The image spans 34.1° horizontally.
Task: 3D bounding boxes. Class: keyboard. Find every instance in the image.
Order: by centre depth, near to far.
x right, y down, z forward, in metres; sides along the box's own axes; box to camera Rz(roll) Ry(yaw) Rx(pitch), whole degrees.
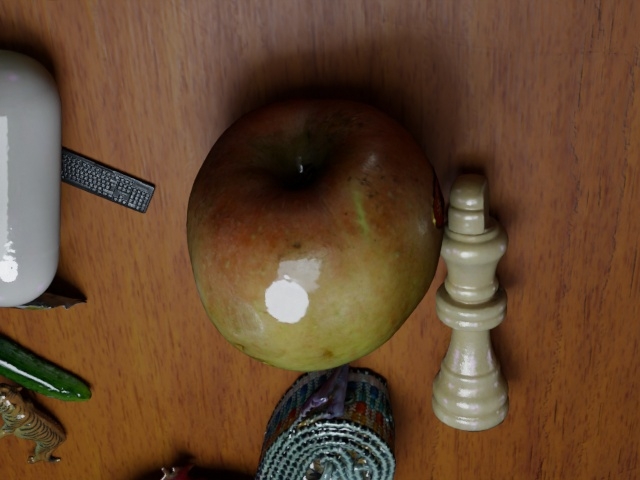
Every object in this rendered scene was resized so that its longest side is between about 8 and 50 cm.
[{"bbox_3d":[-0.314,-0.086,1.490,0.155,0.010,0.053,22,122,-8],"label":"keyboard"}]

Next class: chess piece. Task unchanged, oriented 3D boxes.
[{"bbox_3d":[0.216,0.087,1.486,0.117,0.117,0.397,0,122,6],"label":"chess piece"}]

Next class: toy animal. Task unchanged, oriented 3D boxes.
[{"bbox_3d":[-0.488,0.311,1.729,0.099,0.057,0.241,-16,137,18],"label":"toy animal"}]

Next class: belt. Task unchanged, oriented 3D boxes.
[{"bbox_3d":[0.013,0.341,1.644,0.206,0.161,0.295,26,123,-11],"label":"belt"}]

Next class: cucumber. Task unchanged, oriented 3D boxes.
[{"bbox_3d":[-0.483,0.201,1.674,0.250,0.056,0.056,32,121,-16],"label":"cucumber"}]

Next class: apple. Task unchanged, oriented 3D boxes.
[{"bbox_3d":[0.000,0.000,1.329,0.338,0.339,0.305,-9,137,12],"label":"apple"}]

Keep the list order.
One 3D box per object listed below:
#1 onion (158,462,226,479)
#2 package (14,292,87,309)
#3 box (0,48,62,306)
[{"bbox_3d":[-0.210,0.545,1.720,0.353,0.354,0.354,3,124,5],"label":"onion"},{"bbox_3d":[-0.449,0.088,1.540,0.171,0.173,0.027,1,88,5],"label":"package"},{"bbox_3d":[-0.491,-0.086,1.397,0.288,0.141,0.349,6,106,1],"label":"box"}]
